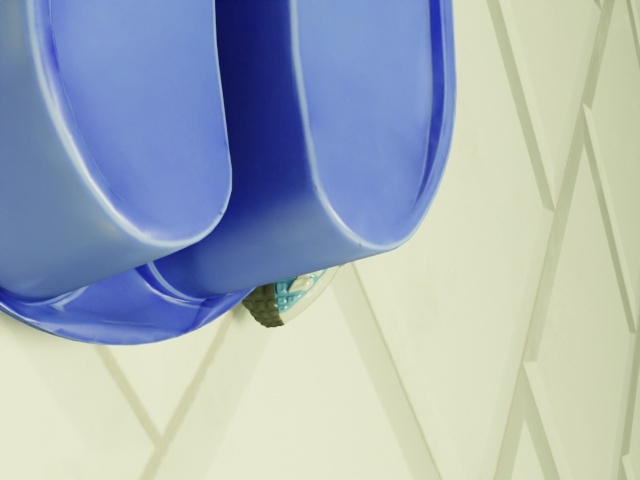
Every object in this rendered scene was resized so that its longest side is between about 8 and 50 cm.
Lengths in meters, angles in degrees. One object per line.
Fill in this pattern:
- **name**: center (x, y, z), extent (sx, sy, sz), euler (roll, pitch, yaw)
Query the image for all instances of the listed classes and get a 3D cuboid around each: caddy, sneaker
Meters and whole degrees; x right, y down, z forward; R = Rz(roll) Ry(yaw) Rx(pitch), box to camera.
- **caddy**: center (-0.076, -0.123, 0.517), extent (0.241, 0.179, 0.341), euler (2, 84, -42)
- **sneaker**: center (0.000, 0.000, 0.775), extent (0.191, 0.071, 0.083), euler (-66, 148, -44)
